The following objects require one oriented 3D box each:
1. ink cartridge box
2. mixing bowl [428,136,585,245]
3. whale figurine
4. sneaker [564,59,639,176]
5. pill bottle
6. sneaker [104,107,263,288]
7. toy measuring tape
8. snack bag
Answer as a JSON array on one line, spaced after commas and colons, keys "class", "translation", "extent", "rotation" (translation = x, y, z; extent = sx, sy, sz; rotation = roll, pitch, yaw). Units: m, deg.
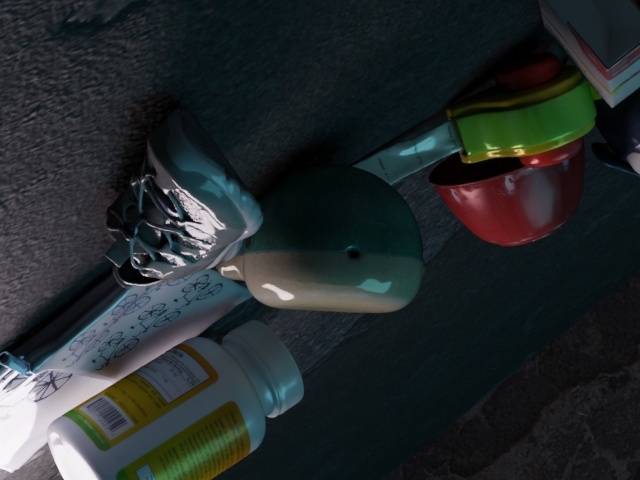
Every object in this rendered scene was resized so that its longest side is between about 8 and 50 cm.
[{"class": "ink cartridge box", "translation": [0.277, -0.204, 1.797], "extent": [0.067, 0.115, 0.198], "rotation": [-38, 166, 4]}, {"class": "mixing bowl", "translation": [0.220, -0.055, 2.019], "extent": [0.181, 0.098, 0.181], "rotation": [-19, -166, 5]}, {"class": "whale figurine", "translation": [0.000, 0.000, 1.804], "extent": [0.216, 0.141, 0.272], "rotation": [3, 177, -12]}, {"class": "sneaker", "translation": [0.425, -0.138, 2.118], "extent": [0.130, 0.236, 0.323], "rotation": [-44, 164, 27]}, {"class": "pill bottle", "translation": [-0.143, 0.184, 1.865], "extent": [0.246, 0.136, 0.136], "rotation": [-31, 165, -23]}, {"class": "sneaker", "translation": [-0.121, -0.014, 1.480], "extent": [0.115, 0.105, 0.281], "rotation": [-33, 166, -13]}, {"class": "toy measuring tape", "translation": [0.175, -0.110, 1.864], "extent": [0.330, 0.121, 0.121], "rotation": [-25, 163, -21]}, {"class": "snack bag", "translation": [-0.239, 0.128, 1.807], "extent": [0.342, 0.037, 0.323], "rotation": [-37, 167, 4]}]
